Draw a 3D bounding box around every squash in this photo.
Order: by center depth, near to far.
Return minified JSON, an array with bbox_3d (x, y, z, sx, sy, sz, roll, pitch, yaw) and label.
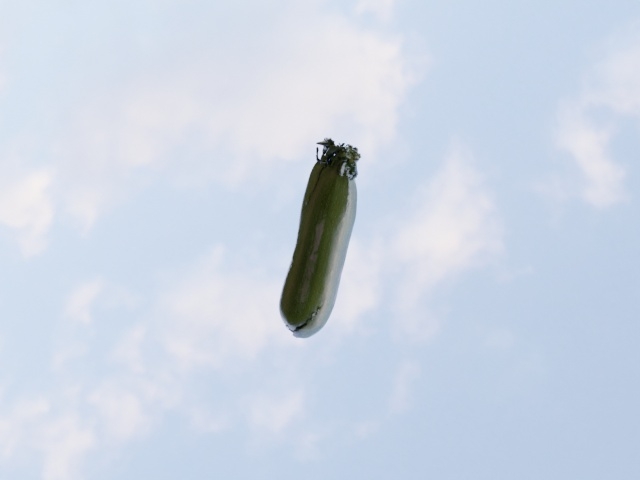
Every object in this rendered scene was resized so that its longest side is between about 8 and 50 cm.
[{"bbox_3d":[0.000,0.000,0.988,0.052,0.052,0.183,30,-61,39],"label":"squash"}]
